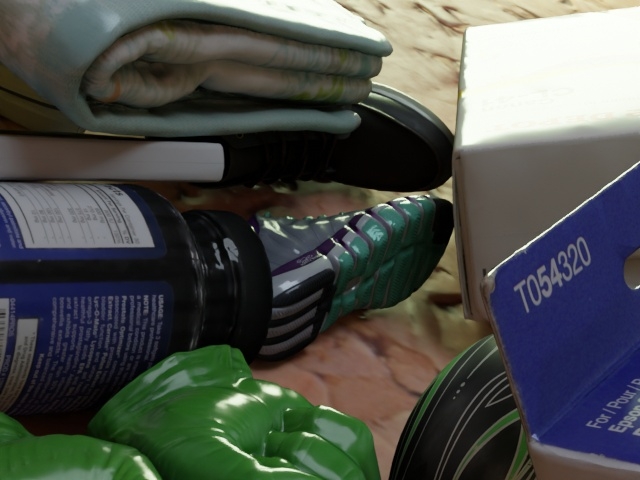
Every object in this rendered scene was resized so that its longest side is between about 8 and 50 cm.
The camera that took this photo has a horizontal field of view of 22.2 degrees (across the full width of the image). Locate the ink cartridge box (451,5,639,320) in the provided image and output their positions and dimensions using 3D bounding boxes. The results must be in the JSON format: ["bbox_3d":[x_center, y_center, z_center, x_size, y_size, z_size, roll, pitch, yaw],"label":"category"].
[{"bbox_3d":[0.211,-0.067,1.152,0.226,0.131,0.306,-5,20,8],"label":"ink cartridge box"}]

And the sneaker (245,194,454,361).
[{"bbox_3d":[0.000,0.000,1.054,0.098,0.083,0.224,32,30,25],"label":"sneaker"}]

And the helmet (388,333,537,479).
[{"bbox_3d":[0.116,0.124,0.847,0.169,0.161,0.169,18,29,-11],"label":"helmet"}]

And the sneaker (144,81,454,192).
[{"bbox_3d":[-0.014,-0.063,1.162,0.222,0.083,0.118,18,37,1],"label":"sneaker"}]

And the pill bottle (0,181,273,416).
[{"bbox_3d":[-0.139,0.030,0.855,0.219,0.123,0.123,0,37,-37],"label":"pill bottle"}]

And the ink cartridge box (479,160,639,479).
[{"bbox_3d":[0.224,0.114,0.803,0.071,0.330,0.324,-9,15,38],"label":"ink cartridge box"}]

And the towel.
[{"bbox_3d":[-0.149,-0.179,1.012,0.320,0.090,0.374,37,16,20],"label":"towel"}]

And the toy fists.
[{"bbox_3d":[-0.081,0.130,0.762,0.142,0.096,0.279,43,33,27],"label":"toy fists"}]

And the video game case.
[{"bbox_3d":[-0.205,-0.053,0.939,0.227,0.026,0.206,-1,6,-37],"label":"video game case"}]

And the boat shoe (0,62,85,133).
[{"bbox_3d":[-0.251,-0.150,1.117,0.226,0.076,0.083,22,29,-3],"label":"boat shoe"}]
